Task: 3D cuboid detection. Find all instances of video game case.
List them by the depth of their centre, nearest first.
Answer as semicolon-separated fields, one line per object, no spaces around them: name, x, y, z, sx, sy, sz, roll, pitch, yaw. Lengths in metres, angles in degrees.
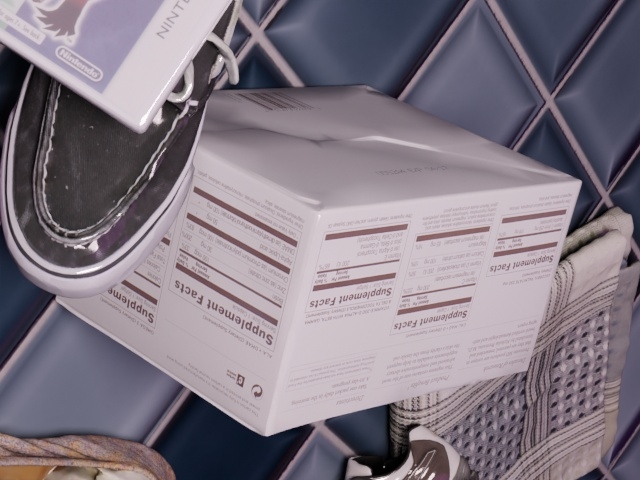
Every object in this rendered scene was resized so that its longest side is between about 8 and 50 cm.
video game case;-0.125;-0.185;0.857;0.183;0.201;0.023;-57;-177;-6

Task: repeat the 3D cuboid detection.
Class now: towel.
towel;0.184;0.156;1.531;0.324;0.056;0.312;-31;134;-35

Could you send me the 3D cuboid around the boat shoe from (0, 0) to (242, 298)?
boat shoe;-0.093;-0.119;0.924;0.306;0.113;0.105;-64;180;-13

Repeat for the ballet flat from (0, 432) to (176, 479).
ballet flat;-0.178;0.182;1.080;0.316;0.106;0.108;16;100;-53

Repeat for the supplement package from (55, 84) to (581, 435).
supplement package;0.000;0.000;1.089;0.262;0.204;0.145;-7;117;-47

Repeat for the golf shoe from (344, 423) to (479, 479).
golf shoe;0.034;0.229;1.395;0.198;0.094;0.077;-37;-174;3
